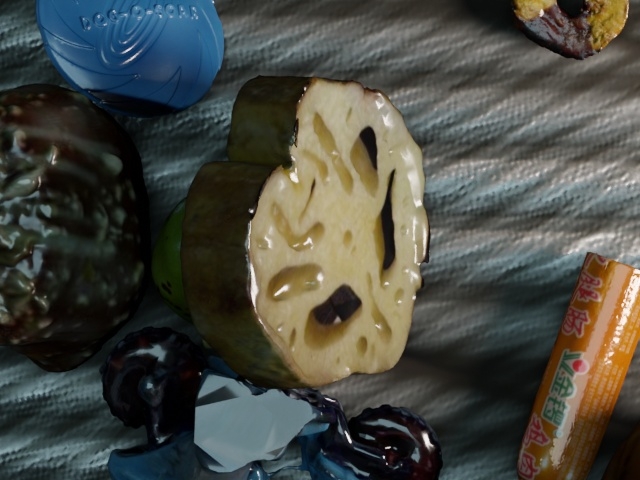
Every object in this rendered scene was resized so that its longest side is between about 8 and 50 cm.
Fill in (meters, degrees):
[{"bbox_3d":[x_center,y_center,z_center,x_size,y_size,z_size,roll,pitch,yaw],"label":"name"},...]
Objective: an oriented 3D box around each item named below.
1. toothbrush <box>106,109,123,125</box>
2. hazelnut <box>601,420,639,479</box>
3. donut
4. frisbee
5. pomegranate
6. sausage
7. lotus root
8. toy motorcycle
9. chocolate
[{"bbox_3d":[-0.257,-0.147,2.015,0.042,0.035,0.413,13,87,-30],"label":"toothbrush"},{"bbox_3d":[0.498,0.365,1.761,0.429,0.402,0.402,16,87,10],"label":"hazelnut"},{"bbox_3d":[0.299,-0.285,1.957,0.140,0.059,0.140,4,104,16],"label":"donut"},{"bbox_3d":[-0.221,-0.262,1.954,0.242,0.045,0.242,11,66,-25],"label":"frisbee"},{"bbox_3d":[-0.112,0.040,1.903,0.180,0.180,0.210,-2,45,5],"label":"pomegranate"},{"bbox_3d":[0.302,0.173,1.916,0.093,0.093,0.312,20,87,6],"label":"sausage"},{"bbox_3d":[0.000,0.000,1.850,0.111,0.390,0.375,-5,127,36],"label":"lotus root"},{"bbox_3d":[-0.074,0.257,1.918,0.416,0.172,0.232,18,95,-5],"label":"toy motorcycle"},{"bbox_3d":[-0.341,-0.020,1.900,0.225,0.210,0.340,-6,82,24],"label":"chocolate"}]
